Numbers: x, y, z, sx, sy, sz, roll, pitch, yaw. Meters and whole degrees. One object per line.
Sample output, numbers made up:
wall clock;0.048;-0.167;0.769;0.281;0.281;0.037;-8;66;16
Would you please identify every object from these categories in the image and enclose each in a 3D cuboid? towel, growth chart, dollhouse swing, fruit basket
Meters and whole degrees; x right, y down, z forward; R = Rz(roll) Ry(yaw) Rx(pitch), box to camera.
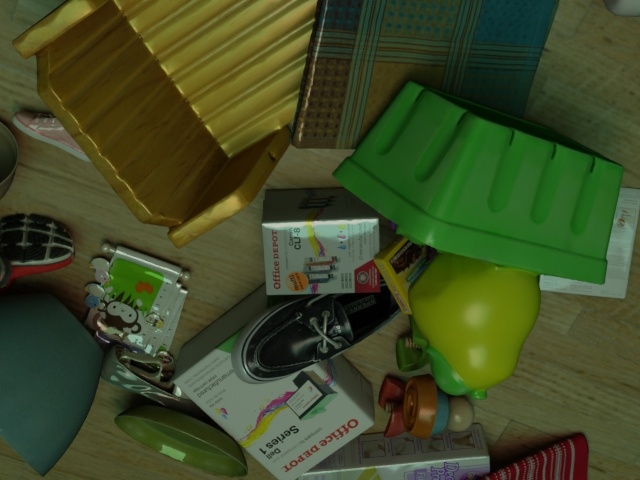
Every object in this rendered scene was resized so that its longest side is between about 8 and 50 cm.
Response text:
towel;0.147;-0.246;1.319;0.370;0.040;0.271;-1;118;-28
growth chart;-0.305;0.119;1.573;0.172;0.021;0.237;12;117;-7
dollhouse swing;-0.133;-0.239;1.276;0.305;0.315;0.346;-21;115;31
fruit basket;0.208;0.010;1.318;0.392;0.283;0.392;-15;122;-25
towel;0.360;0.464;1.675;0.275;0.031;0.198;-18;116;-24

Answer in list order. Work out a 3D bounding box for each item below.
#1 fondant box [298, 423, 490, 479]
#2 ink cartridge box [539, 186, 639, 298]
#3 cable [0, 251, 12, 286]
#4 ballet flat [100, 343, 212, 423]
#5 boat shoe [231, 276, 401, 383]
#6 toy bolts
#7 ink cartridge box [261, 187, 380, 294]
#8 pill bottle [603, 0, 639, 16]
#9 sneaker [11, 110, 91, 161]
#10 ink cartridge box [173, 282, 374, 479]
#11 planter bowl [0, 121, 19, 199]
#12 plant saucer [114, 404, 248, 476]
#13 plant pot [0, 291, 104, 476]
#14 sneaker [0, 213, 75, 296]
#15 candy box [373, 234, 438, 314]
fondant box;0.134;0.463;1.702;0.330;0.096;0.238;-7;115;1
ink cartridge box;0.423;-0.002;1.526;0.145;0.045;0.179;6;97;-3
cable;-0.560;-0.003;1.414;0.139;0.072;0.287;-30;73;-6
ballet flat;-0.261;0.236;1.583;0.213;0.072;0.068;28;106;-14
boat shoe;0.007;0.132;1.455;0.301;0.102;0.108;-21;96;-31
toy bolts;0.202;0.255;1.561;0.159;0.218;0.228;7;133;-10
ink cartridge box;0.000;0.000;1.464;0.176;0.127;0.128;-2;115;2
pill bottle;0.524;-0.370;1.285;0.264;0.146;0.146;1;115;-1
sneaker;-0.383;-0.175;1.422;0.134;0.051;0.070;26;111;-16
ink cartridge box;-0.071;0.239;1.581;0.201;0.117;0.278;-38;110;15
planter bowl;-0.529;-0.097;1.411;0.162;0.162;0.109;15;140;-8
plant saucer;-0.227;0.331;1.605;0.241;0.037;0.241;17;155;8
plant pot;-0.458;0.194;1.498;0.195;0.290;0.290;-43;112;-19
sneaker;-0.512;0.040;1.512;0.279;0.107;0.118;-8;133;7
candy box;0.172;0.008;1.455;0.206;0.027;0.105;-43;118;-28
